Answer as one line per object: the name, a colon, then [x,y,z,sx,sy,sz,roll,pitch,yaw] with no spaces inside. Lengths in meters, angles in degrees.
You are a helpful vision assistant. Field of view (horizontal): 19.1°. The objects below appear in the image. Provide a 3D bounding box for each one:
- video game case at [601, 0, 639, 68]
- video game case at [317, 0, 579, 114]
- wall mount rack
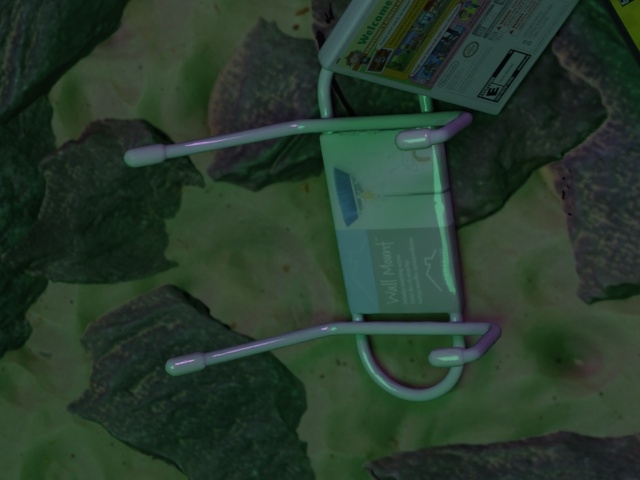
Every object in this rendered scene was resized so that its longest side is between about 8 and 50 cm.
video game case: [0.367,-0.156,1.481,0.248,0.035,0.275,-29,92,43]
video game case: [0.127,-0.207,1.568,0.212,0.193,0.023,-55,41,29]
wall mount rack: [0.000,0.000,1.717,0.304,0.130,0.350,-2,105,26]
